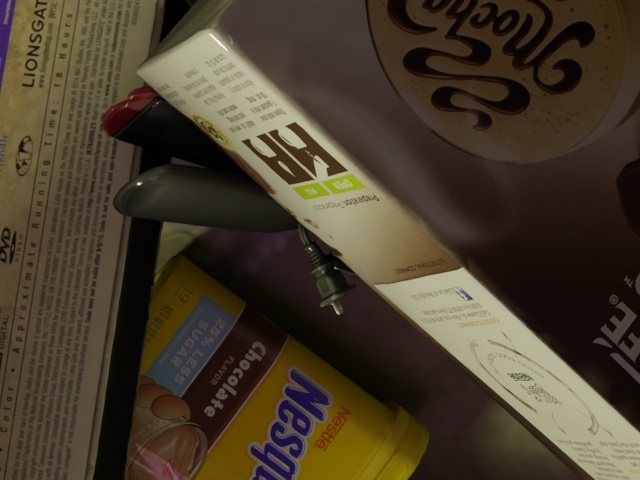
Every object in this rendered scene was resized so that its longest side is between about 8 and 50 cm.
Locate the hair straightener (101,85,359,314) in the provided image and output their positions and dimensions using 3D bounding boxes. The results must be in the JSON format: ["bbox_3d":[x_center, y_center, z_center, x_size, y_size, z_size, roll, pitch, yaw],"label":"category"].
[{"bbox_3d":[0.000,0.000,0.684,0.230,0.089,0.047,19,142,-42],"label":"hair straightener"}]

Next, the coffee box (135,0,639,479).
[{"bbox_3d":[0.094,-0.037,0.619,0.297,0.168,0.119,43,164,-14],"label":"coffee box"}]

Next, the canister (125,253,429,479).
[{"bbox_3d":[-0.045,0.103,0.789,0.170,0.073,0.126,37,86,-8],"label":"canister"}]

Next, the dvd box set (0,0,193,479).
[{"bbox_3d":[-0.290,0.003,0.712,0.420,0.062,0.307,6,83,9],"label":"dvd box set"}]
